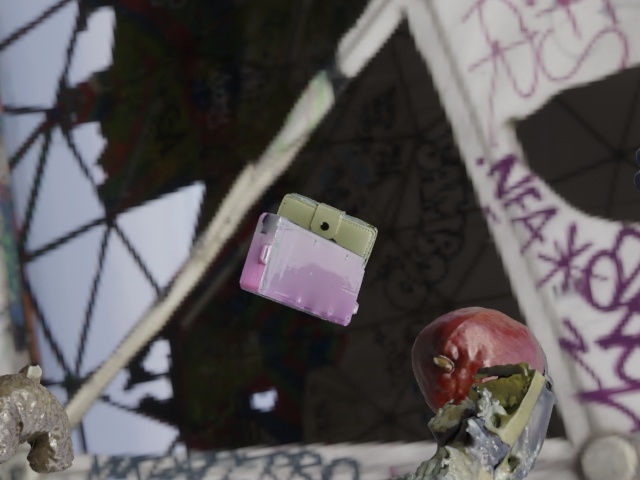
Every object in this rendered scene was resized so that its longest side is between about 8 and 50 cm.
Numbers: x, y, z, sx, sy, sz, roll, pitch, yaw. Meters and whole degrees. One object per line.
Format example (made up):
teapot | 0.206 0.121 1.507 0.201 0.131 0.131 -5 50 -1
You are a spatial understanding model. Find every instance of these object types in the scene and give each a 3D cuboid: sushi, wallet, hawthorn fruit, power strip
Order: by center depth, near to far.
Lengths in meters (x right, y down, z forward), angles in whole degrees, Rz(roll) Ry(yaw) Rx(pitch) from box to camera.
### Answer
sushi | 0.157 0.257 1.573 0.139 0.291 0.131 -11 -54 46
power strip | -0.020 0.044 1.935 0.279 0.038 0.109 26 79 -57
hawthorn fruit | 0.221 0.191 2.036 0.251 0.190 0.189 3 74 -55
wallet | 0.000 0.000 2.092 0.039 0.155 0.110 -1 114 -78

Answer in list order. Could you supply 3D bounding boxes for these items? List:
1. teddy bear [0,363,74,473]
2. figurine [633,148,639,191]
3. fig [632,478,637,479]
teddy bear | -0.426 0.233 1.799 0.177 0.190 0.140 16 71 -53
figurine | 0.609 -0.147 2.204 0.133 0.274 0.194 32 -21 47
fig | 0.631 0.522 2.544 0.166 0.093 0.093 58 0 -24
